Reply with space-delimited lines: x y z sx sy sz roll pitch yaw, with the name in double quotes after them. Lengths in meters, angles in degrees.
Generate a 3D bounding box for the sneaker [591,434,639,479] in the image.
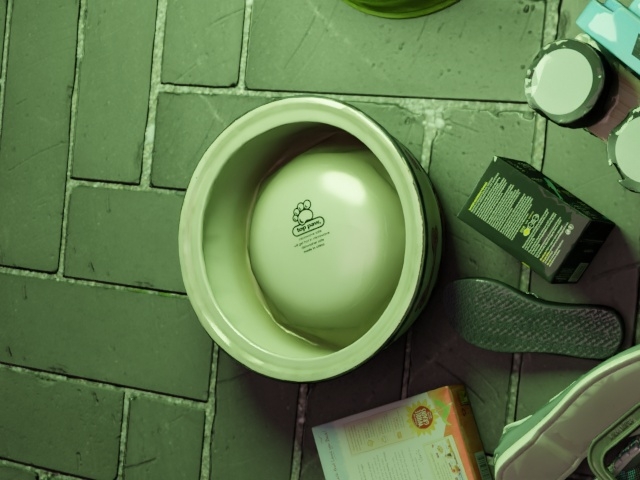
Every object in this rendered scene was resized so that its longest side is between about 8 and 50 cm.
0.410 0.315 1.700 0.076 0.065 0.166 41 123 11 "sneaker"

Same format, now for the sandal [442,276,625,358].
0.290 0.112 1.783 0.254 0.054 0.097 13 103 19 "sandal"

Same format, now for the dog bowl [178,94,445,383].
0.000 0.000 1.886 0.408 0.150 0.408 -1 89 30 "dog bowl"

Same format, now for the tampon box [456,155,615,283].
0.289 -0.027 1.739 0.161 0.120 0.101 38 106 25 "tampon box"

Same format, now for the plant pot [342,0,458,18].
0.043 -0.511 1.755 0.366 0.353 0.366 -1 89 30 "plant pot"

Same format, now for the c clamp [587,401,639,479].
0.421 0.275 1.631 0.161 0.022 0.137 -40 80 26 "c clamp"

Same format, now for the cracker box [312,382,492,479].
0.116 0.311 1.861 0.232 0.067 0.155 -21 78 27 "cracker box"

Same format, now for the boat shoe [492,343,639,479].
0.352 0.215 1.705 0.116 0.099 0.319 39 116 -17 "boat shoe"

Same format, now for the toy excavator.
0.531 -0.228 1.526 0.433 0.222 0.445 44 110 29 "toy excavator"
